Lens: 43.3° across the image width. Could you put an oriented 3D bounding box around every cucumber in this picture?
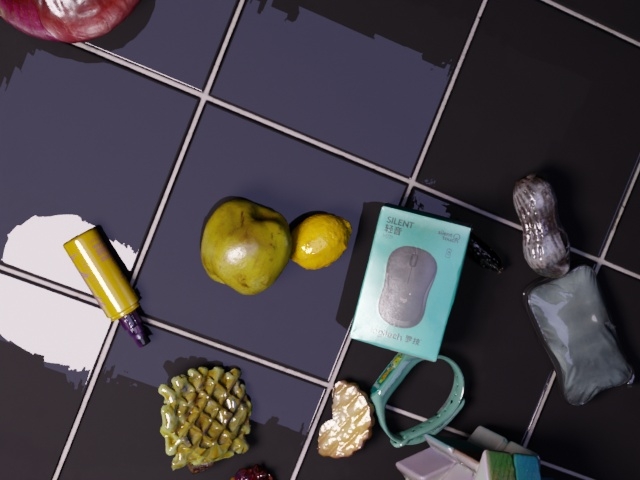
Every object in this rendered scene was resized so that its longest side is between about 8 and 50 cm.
[{"bbox_3d":[0.349,0.013,1.839,0.181,0.053,0.053,40,88,-11],"label":"cucumber"}]

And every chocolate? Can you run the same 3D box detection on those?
[{"bbox_3d":[0.501,-0.032,1.831,0.110,0.110,0.248,-13,94,-7],"label":"chocolate"}]

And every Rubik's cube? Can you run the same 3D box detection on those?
[{"bbox_3d":[0.343,0.598,1.724,0.368,0.358,0.387,-45,124,-21],"label":"Rubik's cube"}]

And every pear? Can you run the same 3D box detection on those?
[{"bbox_3d":[-0.156,0.017,1.698,0.200,0.200,0.200,-1,95,-8],"label":"pear"}]

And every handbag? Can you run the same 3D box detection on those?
[{"bbox_3d":[0.608,0.226,1.889,0.191,0.075,0.332,-25,95,-9],"label":"handbag"}]

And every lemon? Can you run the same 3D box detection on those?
[{"bbox_3d":[0.000,0.000,1.752,0.155,0.114,0.114,-31,99,-9],"label":"lemon"}]

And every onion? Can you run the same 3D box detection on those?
[{"bbox_3d":[-0.508,-0.559,1.540,0.347,0.285,0.348,0,87,7],"label":"onion"}]

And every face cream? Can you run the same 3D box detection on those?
[{"bbox_3d":[-0.443,0.107,1.713,0.078,0.078,0.273,-30,99,-5],"label":"face cream"}]

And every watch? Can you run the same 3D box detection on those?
[{"bbox_3d":[0.219,0.358,1.845,0.195,0.068,0.237,40,85,-12],"label":"watch"}]

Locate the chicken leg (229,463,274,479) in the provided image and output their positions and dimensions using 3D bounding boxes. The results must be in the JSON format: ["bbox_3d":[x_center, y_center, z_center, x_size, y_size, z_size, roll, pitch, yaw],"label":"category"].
[{"bbox_3d":[-0.142,0.702,1.808,0.158,0.096,0.407,2,97,-4],"label":"chicken leg"}]

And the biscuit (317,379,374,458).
[{"bbox_3d":[0.064,0.414,1.822,0.118,0.061,0.183,21,93,15],"label":"biscuit"}]

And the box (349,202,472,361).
[{"bbox_3d":[0.198,0.089,1.763,0.205,0.118,0.311,15,93,8],"label":"box"}]

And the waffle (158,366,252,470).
[{"bbox_3d":[-0.241,0.372,1.732,0.223,0.054,0.204,-3,78,-37],"label":"waffle"}]

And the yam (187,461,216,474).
[{"bbox_3d":[-0.280,0.436,1.769,0.079,0.079,0.141,-26,96,-5],"label":"yam"}]
